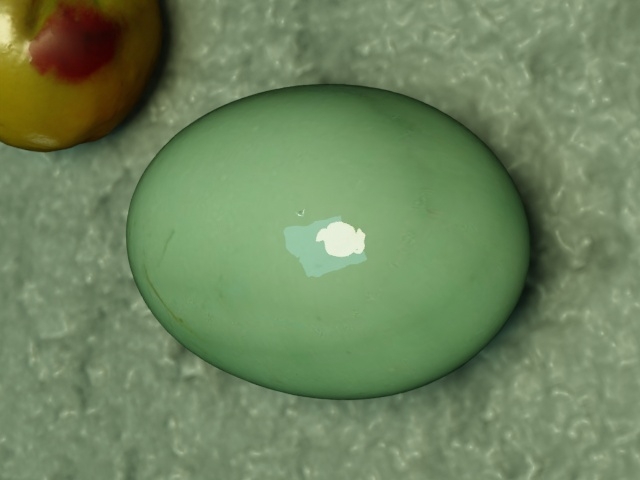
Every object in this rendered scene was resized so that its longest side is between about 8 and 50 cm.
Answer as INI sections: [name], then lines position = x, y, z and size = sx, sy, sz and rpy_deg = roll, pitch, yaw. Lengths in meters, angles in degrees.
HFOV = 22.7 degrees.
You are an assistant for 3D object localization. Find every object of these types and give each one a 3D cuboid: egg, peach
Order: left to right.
[peach]
position = -0.162, -0.117, 0.949
size = 0.138, 0.138, 0.138
rpy_deg = 0, 91, 25
[egg]
position = 0.000, 0.000, 0.854
size = 0.230, 0.168, 0.168
rpy_deg = 5, 93, 30
